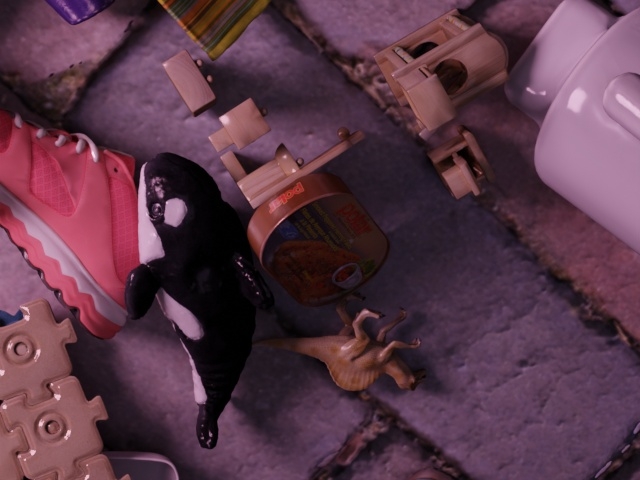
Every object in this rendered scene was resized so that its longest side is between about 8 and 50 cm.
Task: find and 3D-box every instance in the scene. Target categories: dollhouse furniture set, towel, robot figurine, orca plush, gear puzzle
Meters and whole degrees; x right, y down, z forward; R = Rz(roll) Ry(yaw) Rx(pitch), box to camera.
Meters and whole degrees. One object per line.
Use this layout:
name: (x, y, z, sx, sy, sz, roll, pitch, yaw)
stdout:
dollhouse furniture set: (-0.049, -0.123, 1.383, 0.123, 0.144, 0.151, -33, 94, -2)
towel: (-0.143, -0.273, 1.340, 0.237, 0.102, 0.021, 48, 140, -18)
robot figurine: (0.333, -0.074, 1.357, 0.353, 0.300, 0.199, 40, 103, 22)
orca plush: (-0.095, 0.061, 1.405, 0.151, 0.102, 0.287, -18, 116, -48)
gear puzzle: (-0.270, 0.233, 1.444, 0.176, 0.044, 0.338, -21, 89, -10)
dollhouse furniture set: (0.142, -0.110, 1.378, 0.101, 0.182, 0.161, -30, 108, 2)

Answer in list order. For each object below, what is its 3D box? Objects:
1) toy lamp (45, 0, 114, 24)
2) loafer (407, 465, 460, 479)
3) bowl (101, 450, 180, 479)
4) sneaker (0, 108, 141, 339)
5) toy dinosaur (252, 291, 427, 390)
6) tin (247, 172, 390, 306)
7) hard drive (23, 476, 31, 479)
toy lamp: (-0.265, -0.314, 1.314, 0.080, 0.080, 0.274, -29, 109, 2)
loafer: (0.177, 0.328, 1.585, 0.096, 0.084, 0.267, -29, 108, 34)
bowl: (-0.210, 0.269, 1.514, 0.142, 0.053, 0.142, 0, 107, -9)
sneaker: (-0.244, -0.060, 1.390, 0.136, 0.116, 0.314, -39, 118, -8)
toy dinosaur: (0.030, 0.102, 1.497, 0.183, 0.053, 0.092, 15, 106, -12)
tin: (0.000, 0.000, 1.413, 0.106, 0.040, 0.189, -32, 150, 4)
hard drive: (-0.440, 0.350, 1.503, 0.237, 0.064, 0.338, 18, 103, -13)
